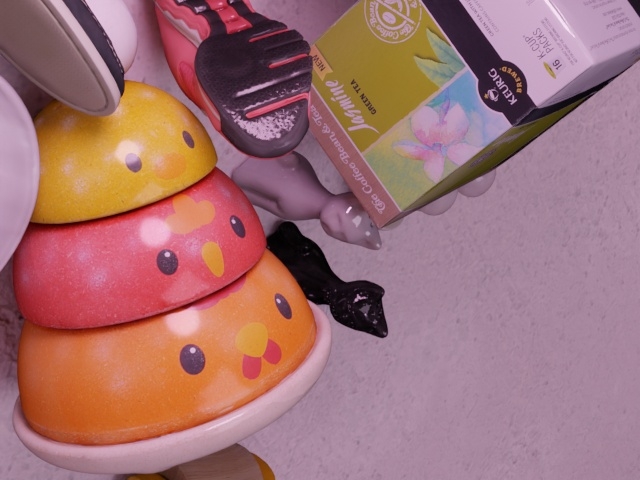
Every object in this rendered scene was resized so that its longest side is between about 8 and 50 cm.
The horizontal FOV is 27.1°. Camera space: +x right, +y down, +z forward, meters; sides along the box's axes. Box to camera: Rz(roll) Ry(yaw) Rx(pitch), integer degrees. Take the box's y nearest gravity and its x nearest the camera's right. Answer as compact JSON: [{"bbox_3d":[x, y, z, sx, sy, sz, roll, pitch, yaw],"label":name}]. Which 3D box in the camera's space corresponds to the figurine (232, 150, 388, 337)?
[{"bbox_3d":[0.000,0.000,1.612,0.092,0.209,0.214,-33,133,-32],"label":"figurine"}]

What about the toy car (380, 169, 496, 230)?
[{"bbox_3d":[0.130,-0.100,1.772,0.182,0.159,0.136,-25,95,-37],"label":"toy car"}]

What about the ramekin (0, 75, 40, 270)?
[{"bbox_3d":[-0.400,-0.059,1.197,0.273,0.127,0.272,-26,130,-36],"label":"ramekin"}]

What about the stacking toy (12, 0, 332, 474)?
[{"bbox_3d":[-0.206,-0.037,1.347,0.351,0.351,0.479,-30,115,-33],"label":"stacking toy"}]

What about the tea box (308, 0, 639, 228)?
[{"bbox_3d":[0.186,-0.215,1.515,0.323,0.220,0.329,-40,173,33],"label":"tea box"}]

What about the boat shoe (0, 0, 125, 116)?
[{"bbox_3d":[-0.275,-0.263,1.167,0.340,0.127,0.113,46,55,-18],"label":"boat shoe"}]

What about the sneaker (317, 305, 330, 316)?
[{"bbox_3d":[-0.023,0.148,1.804,0.061,0.054,0.152,9,105,-53],"label":"sneaker"}]

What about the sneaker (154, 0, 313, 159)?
[{"bbox_3d":[-0.086,-0.170,1.351,0.116,0.313,0.136,-16,138,-15],"label":"sneaker"}]

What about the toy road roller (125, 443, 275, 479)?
[{"bbox_3d":[-0.140,0.448,1.704,0.203,0.241,0.329,-3,114,-48],"label":"toy road roller"}]
